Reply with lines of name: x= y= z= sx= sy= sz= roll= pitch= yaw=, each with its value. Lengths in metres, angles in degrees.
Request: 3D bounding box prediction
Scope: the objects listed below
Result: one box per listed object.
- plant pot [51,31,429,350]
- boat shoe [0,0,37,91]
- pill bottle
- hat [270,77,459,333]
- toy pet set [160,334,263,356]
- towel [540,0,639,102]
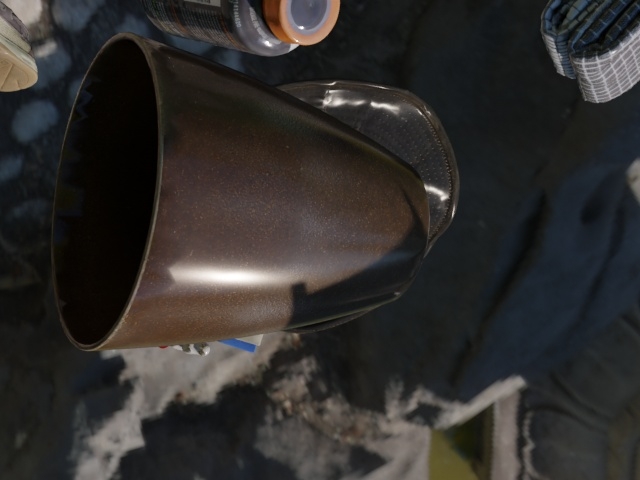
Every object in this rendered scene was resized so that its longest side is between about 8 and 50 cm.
plant pot: x=-0.046 y=-0.020 z=0.965 sx=0.230 sy=0.215 sz=0.215 roll=8 pitch=112 yaw=-27
boat shoe: x=-0.465 y=-0.294 z=1.770 sx=0.103 sy=0.092 sz=0.285 roll=-19 pitch=151 yaw=18
pill bottle: x=-0.088 y=-0.279 z=1.543 sx=0.130 sy=0.245 sz=0.130 roll=-15 pitch=114 yaw=-38
hat: x=0.000 y=0.000 z=1.289 sx=0.331 sy=0.134 sz=0.331 roll=-12 pitch=130 yaw=-15
toy pet set: x=-0.110 y=0.066 z=1.448 sx=0.114 sy=0.065 sz=0.122 roll=18 pitch=89 yaw=-15
towel: x=0.427 y=-0.321 z=1.795 sx=0.283 sy=0.121 sz=0.235 roll=-45 pitch=162 yaw=7
